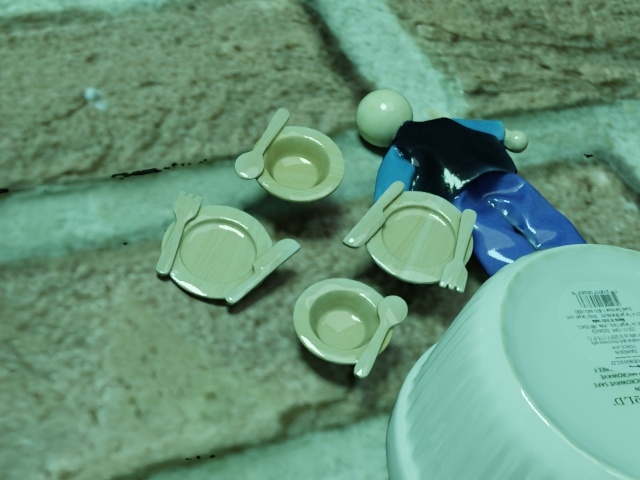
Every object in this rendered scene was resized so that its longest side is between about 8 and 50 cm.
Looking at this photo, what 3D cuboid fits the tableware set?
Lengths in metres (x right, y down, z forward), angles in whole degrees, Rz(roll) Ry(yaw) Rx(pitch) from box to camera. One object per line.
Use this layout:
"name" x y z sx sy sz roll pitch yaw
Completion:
"tableware set" 0.000 0.000 0.872 0.169 0.020 0.141 29 56 11

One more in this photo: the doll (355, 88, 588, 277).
"doll" 0.087 -0.030 0.944 0.129 0.046 0.189 -27 61 -31

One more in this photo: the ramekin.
"ramekin" 0.147 0.097 0.796 0.207 0.109 0.207 12 44 -11
